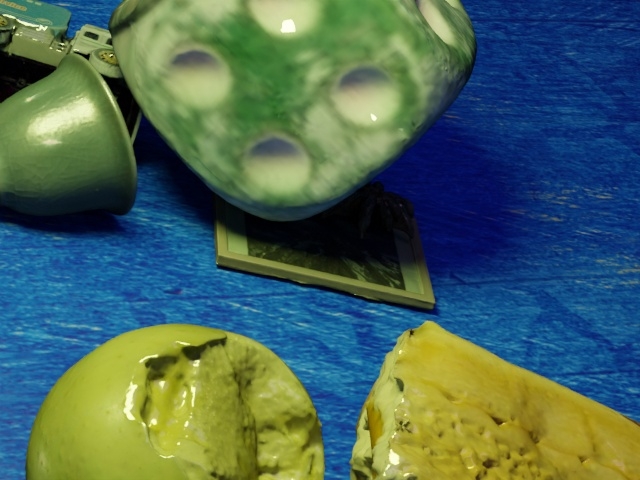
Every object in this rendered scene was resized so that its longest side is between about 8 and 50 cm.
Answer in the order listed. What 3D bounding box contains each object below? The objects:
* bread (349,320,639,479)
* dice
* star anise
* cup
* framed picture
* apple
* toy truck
[{"bbox_3d":[0.178,0.308,1.560,0.394,0.250,0.361,26,37,-12],"label":"bread"},{"bbox_3d":[-0.034,-0.253,2.121,0.348,0.328,0.330,47,21,-17],"label":"dice"},{"bbox_3d":[0.060,-0.049,2.240,0.141,0.042,0.141,16,28,-9],"label":"star anise"},{"bbox_3d":[-0.323,-0.101,2.021,0.150,0.199,0.199,-21,47,-25],"label":"cup"},{"bbox_3d":[0.000,0.000,2.182,0.281,0.019,0.209,12,31,-14],"label":"framed picture"},{"bbox_3d":[-0.129,0.211,1.534,0.279,0.279,0.279,15,30,-9],"label":"apple"},{"bbox_3d":[-0.393,-0.228,2.189,0.367,0.146,0.175,18,26,-5],"label":"toy truck"}]
